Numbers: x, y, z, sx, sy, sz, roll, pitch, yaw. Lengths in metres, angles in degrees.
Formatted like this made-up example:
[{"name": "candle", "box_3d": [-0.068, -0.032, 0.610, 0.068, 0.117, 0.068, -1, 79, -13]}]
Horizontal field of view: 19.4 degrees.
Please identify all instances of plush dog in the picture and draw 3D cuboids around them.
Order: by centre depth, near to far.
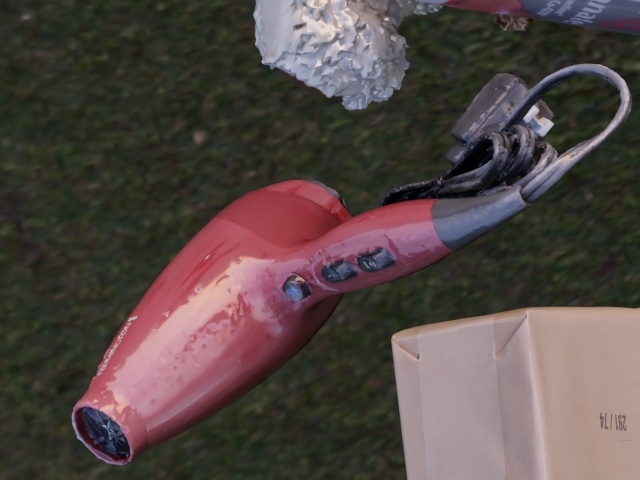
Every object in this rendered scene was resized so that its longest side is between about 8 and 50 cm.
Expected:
[{"name": "plush dog", "box_3d": [0.048, -0.228, 1.274, 0.262, 0.225, 0.210, 50, 127, 42]}]

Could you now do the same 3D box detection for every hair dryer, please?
[{"name": "hair dryer", "box_3d": [0.000, 0.000, 0.888, 0.293, 0.223, 0.080, -39, 93, 0]}]

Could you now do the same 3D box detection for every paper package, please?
[{"name": "paper package", "box_3d": [0.242, 0.228, 1.995, 0.168, 0.325, 0.309, -12, 81, 33]}]

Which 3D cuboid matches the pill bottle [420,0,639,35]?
[{"name": "pill bottle", "box_3d": [0.209, -0.208, 1.119, 0.318, 0.176, 0.176, 7, 108, -14]}]
